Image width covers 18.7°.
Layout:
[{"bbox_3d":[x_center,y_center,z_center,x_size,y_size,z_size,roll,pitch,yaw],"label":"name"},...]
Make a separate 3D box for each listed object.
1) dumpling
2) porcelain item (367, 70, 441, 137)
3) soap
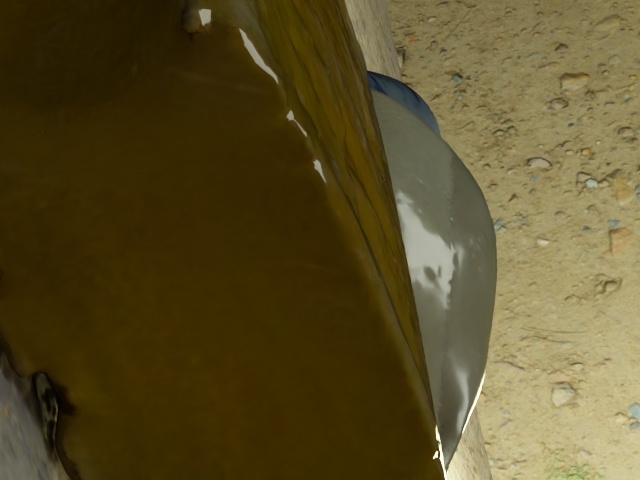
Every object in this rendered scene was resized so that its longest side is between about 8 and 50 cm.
[{"bbox_3d":[-0.001,0.003,1.224,0.260,0.181,0.341,43,58,-33],"label":"dumpling"},{"bbox_3d":[0.028,-0.100,1.773,0.259,0.141,0.141,41,33,-64],"label":"porcelain item"},{"bbox_3d":[-0.058,-0.046,0.882,0.335,0.156,0.293,-98,165,-55],"label":"soap"}]
